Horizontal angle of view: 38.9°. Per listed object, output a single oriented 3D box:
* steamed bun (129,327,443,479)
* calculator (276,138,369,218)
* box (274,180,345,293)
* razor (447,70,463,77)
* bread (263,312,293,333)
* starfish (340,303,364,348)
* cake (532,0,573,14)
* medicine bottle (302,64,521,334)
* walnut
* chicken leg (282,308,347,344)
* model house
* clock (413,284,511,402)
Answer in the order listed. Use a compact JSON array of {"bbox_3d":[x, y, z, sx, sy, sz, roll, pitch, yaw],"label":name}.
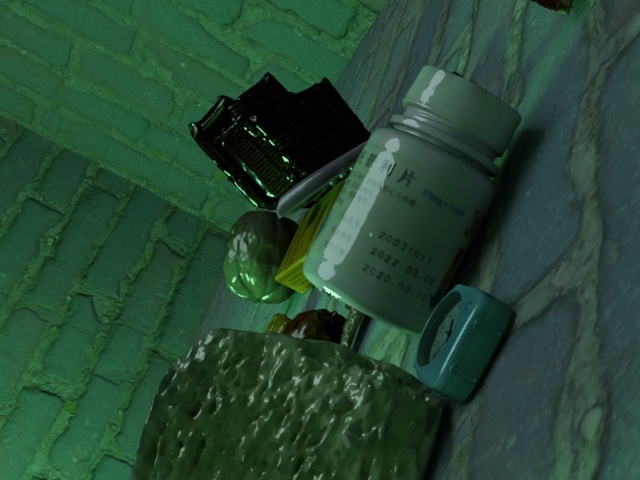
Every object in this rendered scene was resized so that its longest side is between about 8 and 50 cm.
[{"bbox_3d":[-0.056,0.222,0.935,0.290,0.272,0.273,-60,8,-8],"label":"steamed bun"},{"bbox_3d":[0.036,-0.141,1.813,0.294,0.043,0.194,-35,-1,4],"label":"calculator"},{"bbox_3d":[0.000,0.000,1.859,0.174,0.076,0.274,-67,10,-18],"label":"box"},{"bbox_3d":[0.213,-0.201,1.369,0.056,0.093,0.324,-16,23,17],"label":"razor"},{"bbox_3d":[-0.078,0.185,1.816,0.074,0.053,0.132,-63,11,-3],"label":"bread"},{"bbox_3d":[0.076,0.059,1.350,0.231,0.048,0.295,-51,16,51],"label":"starfish"},{"bbox_3d":[0.299,-0.420,1.179,0.159,0.158,0.262,-57,12,34],"label":"cake"},{"bbox_3d":[0.113,-0.048,1.079,0.293,0.170,0.170,-61,9,2],"label":"medicine bottle"},{"bbox_3d":[-0.125,0.036,2.061,0.224,0.224,0.224,-60,9,16],"label":"walnut"},{"bbox_3d":[-0.030,0.224,1.372,0.113,0.093,0.304,-36,29,41],"label":"chicken leg"},{"bbox_3d":[-0.057,-0.243,1.981,0.282,0.317,0.297,-43,-4,28],"label":"model house"},{"bbox_3d":[0.136,0.097,0.920,0.108,0.045,0.147,-61,8,1],"label":"clock"}]
